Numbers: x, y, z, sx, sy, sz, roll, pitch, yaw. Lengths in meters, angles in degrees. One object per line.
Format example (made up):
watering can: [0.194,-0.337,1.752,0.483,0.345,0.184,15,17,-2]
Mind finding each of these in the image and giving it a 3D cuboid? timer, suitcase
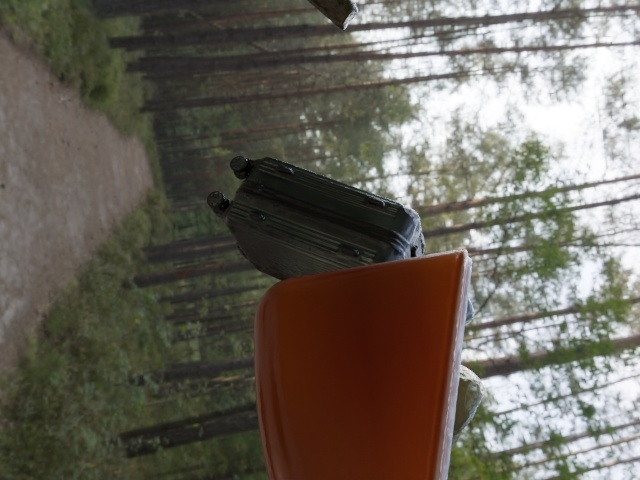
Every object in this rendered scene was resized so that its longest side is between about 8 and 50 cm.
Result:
timer: [0.046,0.176,0.500,0.257,0.161,0.250,77,8,-56]
suitcase: [0.000,0.000,0.989,0.128,0.312,0.202,-61,157,-21]

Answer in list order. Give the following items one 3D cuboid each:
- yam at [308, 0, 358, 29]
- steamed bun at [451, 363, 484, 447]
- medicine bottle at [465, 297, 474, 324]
yam: [-0.059,-0.250,0.506,0.234,0.029,0.027,45,15,0]
steamed bun: [0.069,0.214,0.757,0.110,0.212,0.231,38,-20,4]
medicine bottle: [0.081,0.175,1.096,0.110,0.351,0.110,58,-5,8]
